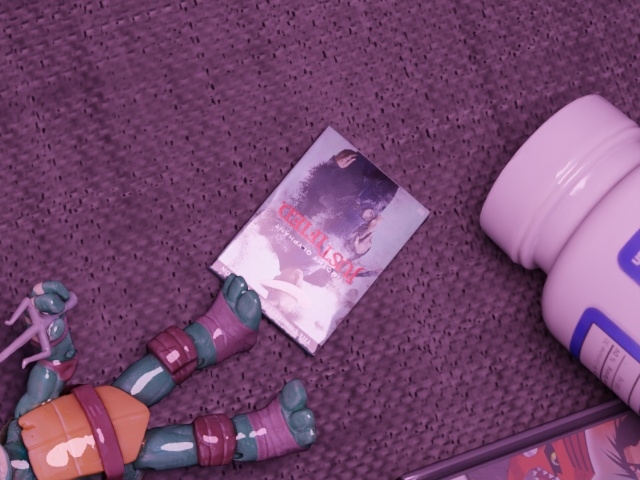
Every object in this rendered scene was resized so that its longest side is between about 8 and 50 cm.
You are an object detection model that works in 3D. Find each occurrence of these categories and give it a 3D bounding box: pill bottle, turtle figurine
[{"bbox_3d":[0.230,0.038,1.173,0.152,0.152,0.272,-41,69,-13],"label":"pill bottle"},{"bbox_3d":[-0.129,0.108,1.137,0.234,0.118,0.175,-19,86,-25],"label":"turtle figurine"}]

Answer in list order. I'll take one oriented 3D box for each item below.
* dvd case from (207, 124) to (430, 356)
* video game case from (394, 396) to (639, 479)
[{"bbox_3d":[0.000,0.000,1.230,0.087,0.013,0.119,41,78,-3],"label":"dvd case"},{"bbox_3d":[0.213,0.217,1.205,0.274,0.035,0.248,-18,76,-16],"label":"video game case"}]
